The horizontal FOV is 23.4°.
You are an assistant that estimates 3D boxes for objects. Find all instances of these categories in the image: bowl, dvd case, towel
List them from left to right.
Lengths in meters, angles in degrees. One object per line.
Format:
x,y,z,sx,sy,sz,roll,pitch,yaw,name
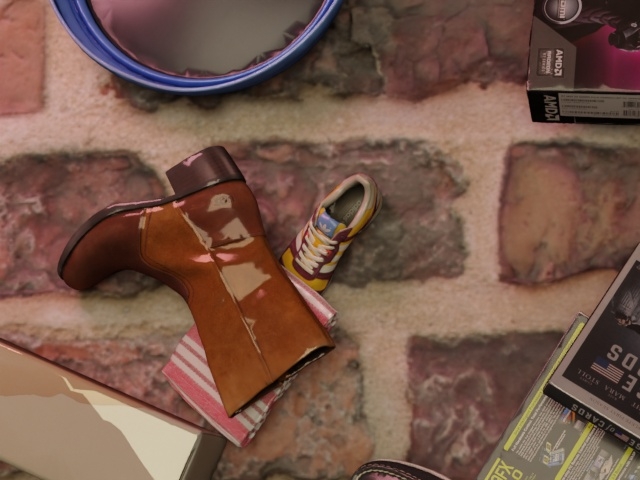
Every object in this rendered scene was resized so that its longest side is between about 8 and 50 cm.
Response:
-0.141,-0.359,1.865,0.391,0.077,0.391,-2,80,9,bowl
-0.081,0.120,1.769,0.144,0.029,0.197,39,98,26,towel
0.369,0.125,1.661,0.179,0.029,0.239,31,53,12,dvd case

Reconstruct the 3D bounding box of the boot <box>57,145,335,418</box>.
-0.148,0.074,1.765,0.264,0.096,0.280,-30,75,10,boot

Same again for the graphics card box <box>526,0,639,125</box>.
0.422,-0.245,1.720,0.371,0.094,0.233,3,70,14,graphics card box

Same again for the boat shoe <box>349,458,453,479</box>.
0.136,0.322,1.624,0.302,0.091,0.114,30,89,32,boat shoe

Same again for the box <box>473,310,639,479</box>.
0.306,0.247,1.695,0.216,0.060,0.270,31,86,13,box

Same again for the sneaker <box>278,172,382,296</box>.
0.000,0.000,1.774,0.069,0.084,0.185,33,86,13,sneaker

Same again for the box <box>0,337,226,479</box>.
-0.279,0.215,1.751,0.311,0.148,0.121,22,84,11,box
